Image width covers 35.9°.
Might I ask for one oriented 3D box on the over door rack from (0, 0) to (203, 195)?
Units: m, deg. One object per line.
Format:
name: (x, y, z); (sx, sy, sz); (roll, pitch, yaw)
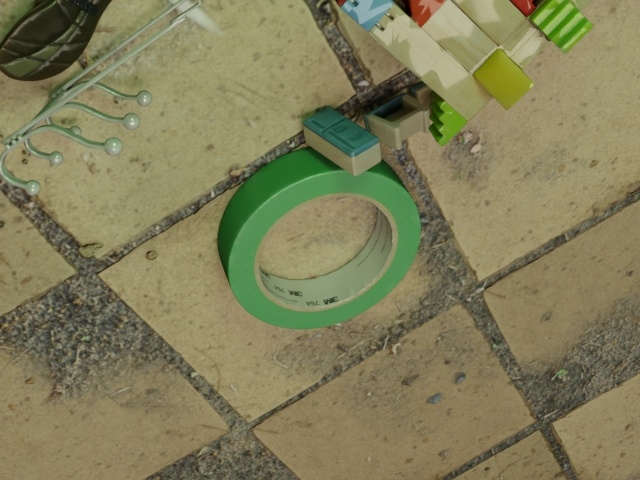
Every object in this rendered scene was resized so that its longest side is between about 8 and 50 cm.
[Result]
over door rack: (-0.233, -0.204, 1.195); (0.108, 0.239, 0.324); (42, 106, -16)

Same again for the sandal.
sandal: (-0.320, -0.291, 1.226); (0.090, 0.060, 0.219); (30, 97, -43)

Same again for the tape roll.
tape roll: (0.000, 0.000, 1.581); (0.321, 0.077, 0.321); (-11, 130, -13)

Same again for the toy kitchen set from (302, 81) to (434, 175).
toy kitchen set: (0.083, -0.227, 1.427); (0.207, 0.122, 0.166); (-32, 136, -23)

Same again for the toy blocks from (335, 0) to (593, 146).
toy blocks: (0.190, -0.342, 1.225); (0.261, 0.191, 0.381); (36, 109, -28)
